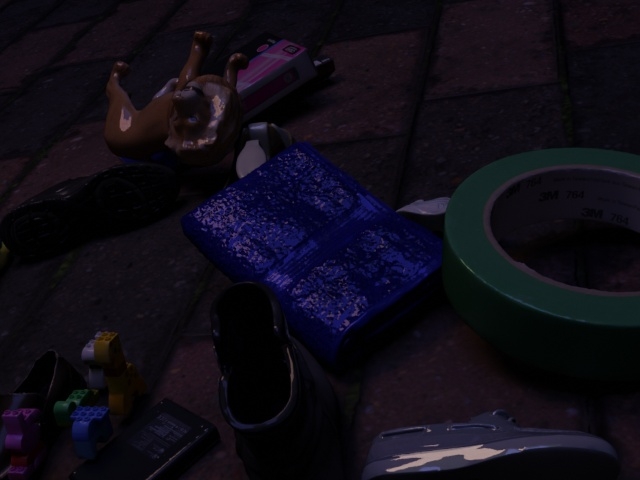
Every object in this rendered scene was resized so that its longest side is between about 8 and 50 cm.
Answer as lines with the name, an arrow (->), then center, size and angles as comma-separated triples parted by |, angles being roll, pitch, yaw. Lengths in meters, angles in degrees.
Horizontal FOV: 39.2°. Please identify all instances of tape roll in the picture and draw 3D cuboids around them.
tape roll -> 0.293, 0.012, 0.972 | 0.321, 0.077, 0.321 | -1, 37, 1

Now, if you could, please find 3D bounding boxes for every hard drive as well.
hard drive -> -0.186, 0.228, 0.947 | 0.094, 0.022, 0.135 | 17, 43, 42

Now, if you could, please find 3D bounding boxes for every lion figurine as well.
lion figurine -> -0.252, -0.199, 1.463 | 0.392, 0.142, 0.240 | -13, 54, 48

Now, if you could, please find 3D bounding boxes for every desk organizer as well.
desk organizer -> -0.033, -0.305, 1.716 | 0.130, 0.050, 0.047 | -27, 33, -19

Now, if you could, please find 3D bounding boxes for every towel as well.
towel -> 0.000, 0.000, 1.105 | 0.228, 0.076, 0.308 | -33, 52, -28

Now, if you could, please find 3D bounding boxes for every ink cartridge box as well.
ink cartridge box -> -0.198, -0.247, 1.630 | 0.371, 0.069, 0.176 | -37, 36, -12

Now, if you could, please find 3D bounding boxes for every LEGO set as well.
LEGO set -> -0.257, 0.157, 0.991 | 0.087, 0.093, 0.227 | -2, 23, 16

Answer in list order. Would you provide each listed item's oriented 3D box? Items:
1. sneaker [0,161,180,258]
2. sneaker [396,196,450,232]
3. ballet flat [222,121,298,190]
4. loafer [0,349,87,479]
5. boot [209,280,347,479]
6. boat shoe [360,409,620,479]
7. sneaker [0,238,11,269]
sneaker -> -0.367, -0.068, 1.436 | 0.286, 0.109, 0.130 | -15, 22, -6
sneaker -> 0.171, -0.033, 1.183 | 0.152, 0.053, 0.061 | 9, 36, 36
ballet flat -> -0.089, -0.115, 1.371 | 0.123, 0.123, 0.348 | -10, 31, 8
loafer -> -0.342, 0.204, 0.999 | 0.080, 0.078, 0.220 | -5, 32, 17
boot -> -0.047, 0.123, 0.860 | 0.118, 0.222, 0.338 | -21, 31, -8
boat shoe -> 0.147, 0.189, 0.807 | 0.227, 0.079, 0.081 | -10, 35, 16
sneaker -> -0.535, 0.028, 1.324 | 0.091, 0.126, 0.240 | -14, 30, 3
